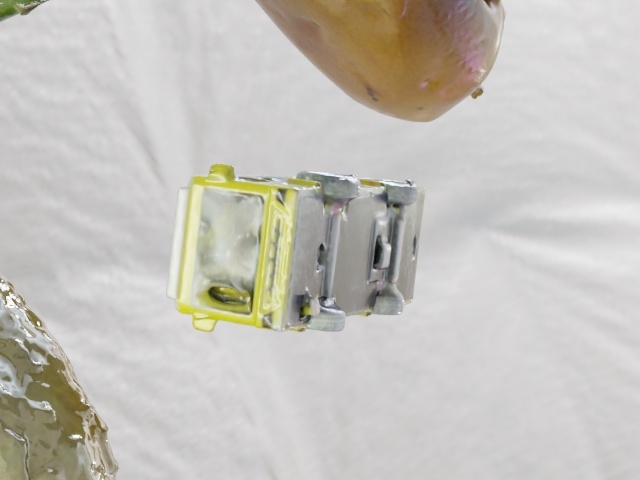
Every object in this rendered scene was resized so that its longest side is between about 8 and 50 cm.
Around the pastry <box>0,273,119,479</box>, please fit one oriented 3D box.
[{"bbox_3d":[-0.218,0.153,0.992,0.136,0.330,0.329,-15,-103,-50],"label":"pastry"}]

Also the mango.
[{"bbox_3d":[0.036,-0.212,1.507,0.152,0.201,0.287,-50,-58,-12],"label":"mango"}]

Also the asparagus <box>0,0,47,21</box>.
[{"bbox_3d":[-0.154,-0.105,0.895,0.023,0.233,0.022,-16,-88,-49],"label":"asparagus"}]

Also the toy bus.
[{"bbox_3d":[0.000,0.000,0.994,0.226,0.074,0.081,-10,-72,-70],"label":"toy bus"}]
